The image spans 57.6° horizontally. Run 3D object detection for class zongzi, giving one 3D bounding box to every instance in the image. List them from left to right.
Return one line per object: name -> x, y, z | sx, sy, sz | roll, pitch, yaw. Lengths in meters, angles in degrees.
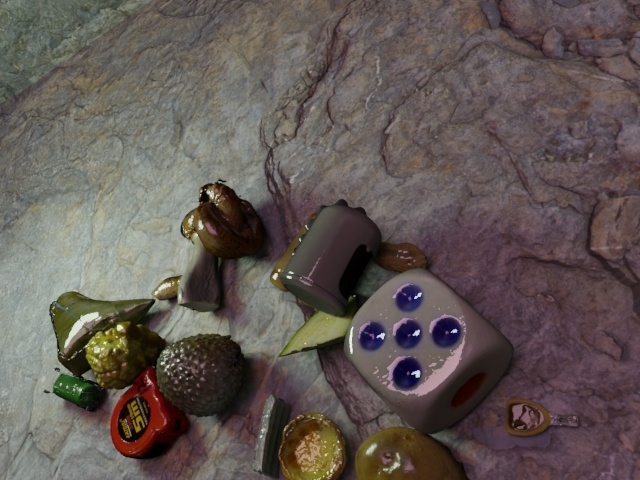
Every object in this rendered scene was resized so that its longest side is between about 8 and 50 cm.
zongzi -> -0.821, 0.258, 2.179 | 0.393, 0.174, 0.356 | -41, 45, -6

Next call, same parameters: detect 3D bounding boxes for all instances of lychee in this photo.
lychee -> -0.360, 0.402, 1.776 | 0.255, 0.274, 0.255 | -47, 24, 28

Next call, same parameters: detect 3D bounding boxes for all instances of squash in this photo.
squash -> 0.010, 0.237, 1.704 | 0.236, 0.204, 0.155 | -20, 74, 33

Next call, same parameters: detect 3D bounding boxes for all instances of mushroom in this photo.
mushroom -> -0.411, 0.098, 2.019 | 0.122, 0.159, 0.329 | -11, 56, 13
mushroom -> -0.323, -0.065, 1.993 | 0.195, 0.263, 0.283 | -25, 86, 40

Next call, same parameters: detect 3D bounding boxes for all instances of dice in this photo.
dice -> 0.266, 0.270, 1.457 | 0.304, 0.277, 0.304 | -48, 52, 3

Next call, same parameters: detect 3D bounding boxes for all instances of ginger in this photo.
ginger -> -0.530, 0.168, 2.099 | 0.190, 0.069, 0.095 | -16, 15, 28

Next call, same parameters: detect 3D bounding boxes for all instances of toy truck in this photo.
toy truck -> -0.883, 0.535, 2.087 | 0.242, 0.125, 0.101 | 8, 71, 34

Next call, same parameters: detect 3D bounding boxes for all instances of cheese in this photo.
cheese -> 0.523, 0.422, 1.377 | 0.162, 0.036, 0.086 | -4, 65, 29

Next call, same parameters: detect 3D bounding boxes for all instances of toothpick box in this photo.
toothpick box -> 0.036, 0.031, 1.670 | 0.229, 0.229, 0.316 | 18, 71, 36

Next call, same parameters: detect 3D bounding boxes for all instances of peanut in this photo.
peanut -> 0.226, 0.046, 1.715 | 0.194, 0.083, 0.093 | 15, 75, 35

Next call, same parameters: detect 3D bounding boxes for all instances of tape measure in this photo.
tape measure -> -0.562, 0.572, 1.888 | 0.260, 0.114, 0.253 | -42, 52, 9

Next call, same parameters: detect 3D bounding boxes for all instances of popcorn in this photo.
popcorn -> -0.658, 0.378, 1.979 | 0.251, 0.237, 0.206 | -29, 62, -24

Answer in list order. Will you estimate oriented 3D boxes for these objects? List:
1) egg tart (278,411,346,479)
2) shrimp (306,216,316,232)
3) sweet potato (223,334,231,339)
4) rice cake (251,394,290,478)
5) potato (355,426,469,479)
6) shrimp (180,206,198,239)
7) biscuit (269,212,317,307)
egg tart -> -0.017, 0.574, 1.580 | 0.212, 0.090, 0.213 | -13, 62, 25
shrimp -> -0.004, -0.003, 1.821 | 0.095, 0.045, 0.163 | -23, 59, 12
sweet potato -> -0.346, 0.360, 1.919 | 0.153, 0.038, 0.041 | -37, 28, 19
rice cake -> -0.137, 0.553, 1.648 | 0.038, 0.124, 0.211 | 0, 60, 24
potato -> 0.201, 0.548, 1.392 | 0.285, 0.242, 0.243 | 28, 81, 40
shrimp -> -0.427, -0.078, 2.179 | 0.262, 0.066, 0.117 | -18, 72, 39
biscuit -> -0.015, 0.056, 1.860 | 0.236, 0.062, 0.291 | 28, 77, 38
